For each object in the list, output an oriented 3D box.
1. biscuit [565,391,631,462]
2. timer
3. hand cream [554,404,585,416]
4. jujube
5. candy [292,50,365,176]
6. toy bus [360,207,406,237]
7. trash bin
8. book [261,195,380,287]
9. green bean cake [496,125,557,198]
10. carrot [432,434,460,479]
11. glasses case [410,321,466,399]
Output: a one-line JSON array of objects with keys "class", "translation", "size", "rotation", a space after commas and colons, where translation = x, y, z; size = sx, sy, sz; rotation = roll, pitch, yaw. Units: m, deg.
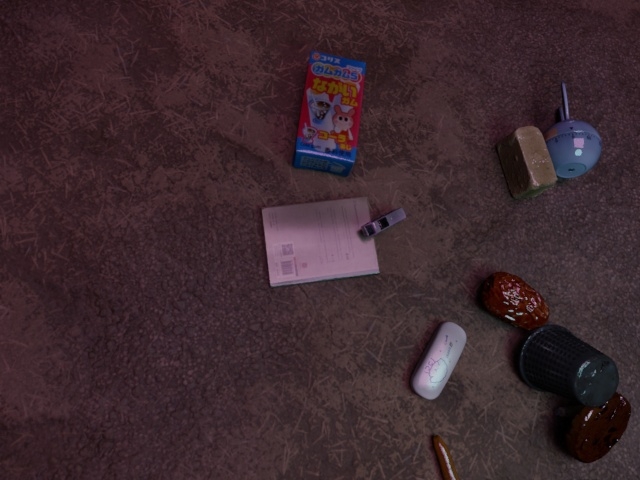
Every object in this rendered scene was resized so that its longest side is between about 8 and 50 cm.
[{"class": "biscuit", "translation": [0.658, 0.442, 1.120], "size": [0.191, 0.049, 0.192], "rotation": [-7, 109, -20]}, {"class": "timer", "translation": [0.667, -0.292, 1.318], "size": [0.175, 0.175, 0.256], "rotation": [-12, 60, -12]}, {"class": "hand cream", "translation": [0.631, 0.426, 1.172], "size": [0.102, 0.022, 0.035], "rotation": [4, 74, -14]}, {"class": "jujube", "translation": [0.488, 0.154, 1.185], "size": [0.176, 0.109, 0.112], "rotation": [32, 108, -7]}, {"class": "candy", "translation": [0.025, -0.336, 1.248], "size": [0.157, 0.100, 0.306], "rotation": [10, 72, -5]}, {"class": "toy bus", "translation": [0.162, -0.046, 1.194], "size": [0.130, 0.052, 0.037], "rotation": [-26, 94, -38]}, {"class": "trash bin", "translation": [0.584, 0.299, 1.099], "size": [0.175, 0.161, 0.176], "rotation": [-1, 95, -12]}, {"class": "book", "translation": [0.000, 0.000, 1.189], "size": [0.282, 0.025, 0.215], "rotation": [-5, 76, -9]}, {"class": "green bean cake", "translation": [0.562, -0.212, 1.291], "size": [0.085, 0.109, 0.179], "rotation": [-10, 76, -11]}, {"class": "carrot", "translation": [0.309, 0.568, 1.071], "size": [0.043, 0.043, 0.248], "rotation": [-16, 76, -13]}, {"class": "glasses case", "translation": [0.286, 0.288, 1.140], "size": [0.076, 0.049, 0.197], "rotation": [34, 72, 1]}]
